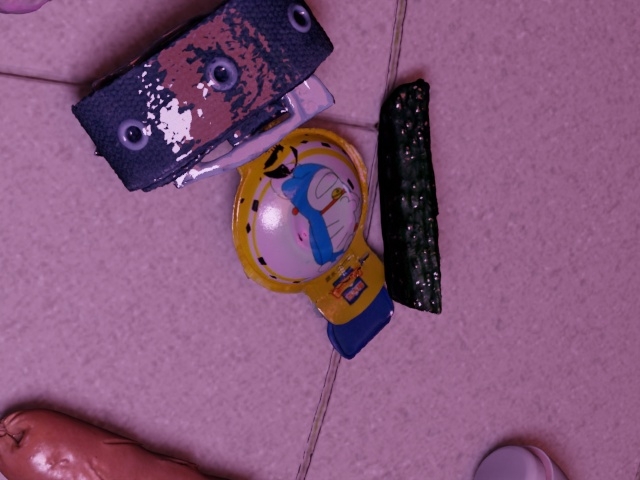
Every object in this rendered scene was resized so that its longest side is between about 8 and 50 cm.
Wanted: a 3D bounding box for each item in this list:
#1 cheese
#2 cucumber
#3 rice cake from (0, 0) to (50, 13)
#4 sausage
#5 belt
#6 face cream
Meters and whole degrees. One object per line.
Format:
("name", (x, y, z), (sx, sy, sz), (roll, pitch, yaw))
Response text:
("cheese", (0.000, 0.000, 1.428), (0.156, 0.064, 0.250), (-45, 128, -20))
("cucumber", (0.077, -0.035, 1.450), (0.046, 0.070, 0.220), (1, 77, -11))
("rice cake", (-0.118, -0.299, 1.309), (0.399, 0.070, 0.064), (-36, 117, -16))
("sausage", (-0.098, 0.247, 1.414), (0.433, 0.088, 0.087), (26, 87, -28))
("belt", (-0.086, -0.123, 1.323), (0.218, 0.122, 0.128), (-35, 102, -13))
("face cream", (0.203, 0.252, 1.564), (0.095, 0.091, 0.091), (39, 81, -35))
